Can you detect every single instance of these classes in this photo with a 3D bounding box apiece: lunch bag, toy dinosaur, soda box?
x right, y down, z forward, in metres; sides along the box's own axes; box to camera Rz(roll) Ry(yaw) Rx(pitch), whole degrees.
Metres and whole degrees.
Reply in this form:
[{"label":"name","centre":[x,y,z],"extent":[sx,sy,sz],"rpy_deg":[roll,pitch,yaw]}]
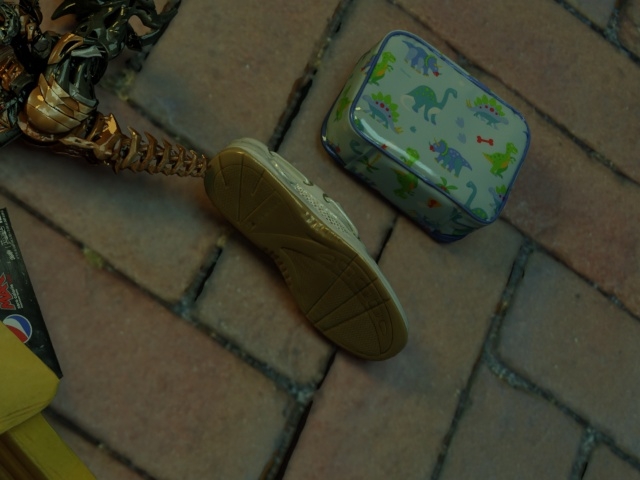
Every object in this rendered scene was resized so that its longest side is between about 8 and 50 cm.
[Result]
[{"label":"lunch bag","centre":[0.121,-0.118,1.580],"extent":[0.219,0.090,0.176],"rpy_deg":[34,59,-15]},{"label":"toy dinosaur","centre":[-0.256,-0.162,1.375],"extent":[0.322,0.164,0.218],"rpy_deg":[40,69,-34]},{"label":"soda box","centre":[-0.294,0.060,1.292],"extent":[0.060,0.053,0.169],"rpy_deg":[-15,79,-33]}]

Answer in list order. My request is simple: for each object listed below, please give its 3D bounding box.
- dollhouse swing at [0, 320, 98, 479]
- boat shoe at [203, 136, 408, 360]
[{"label":"dollhouse swing","centre":[-0.337,0.213,1.041],"extent":[0.315,0.347,0.305],"rpy_deg":[-29,98,-35]},{"label":"boat shoe","centre":[0.000,0.000,1.462],"extent":[0.277,0.098,0.096],"rpy_deg":[51,28,-10]}]
